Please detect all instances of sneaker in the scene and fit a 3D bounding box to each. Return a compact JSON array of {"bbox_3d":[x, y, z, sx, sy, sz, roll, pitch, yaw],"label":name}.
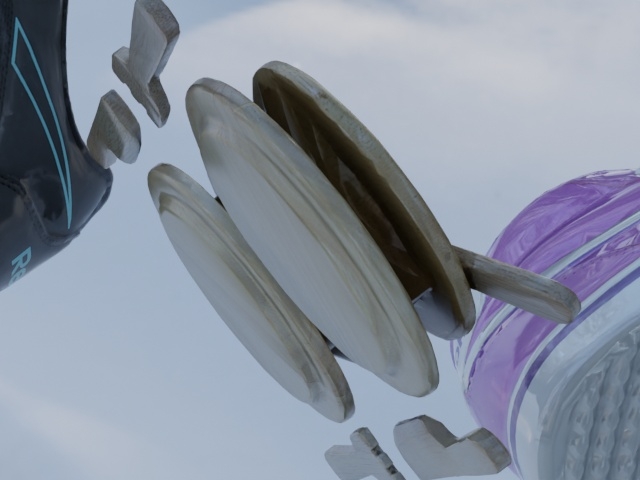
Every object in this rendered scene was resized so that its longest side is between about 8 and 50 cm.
[{"bbox_3d":[0.168,-0.018,0.688,0.282,0.102,0.161,-28,19,-3],"label":"sneaker"},{"bbox_3d":[-0.154,-0.103,0.678,0.106,0.267,0.101,-26,18,-30],"label":"sneaker"}]

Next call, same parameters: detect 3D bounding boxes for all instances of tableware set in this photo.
[{"bbox_3d":[0.000,0.000,0.494,0.039,0.128,0.194,-37,0,-12],"label":"tableware set"}]
